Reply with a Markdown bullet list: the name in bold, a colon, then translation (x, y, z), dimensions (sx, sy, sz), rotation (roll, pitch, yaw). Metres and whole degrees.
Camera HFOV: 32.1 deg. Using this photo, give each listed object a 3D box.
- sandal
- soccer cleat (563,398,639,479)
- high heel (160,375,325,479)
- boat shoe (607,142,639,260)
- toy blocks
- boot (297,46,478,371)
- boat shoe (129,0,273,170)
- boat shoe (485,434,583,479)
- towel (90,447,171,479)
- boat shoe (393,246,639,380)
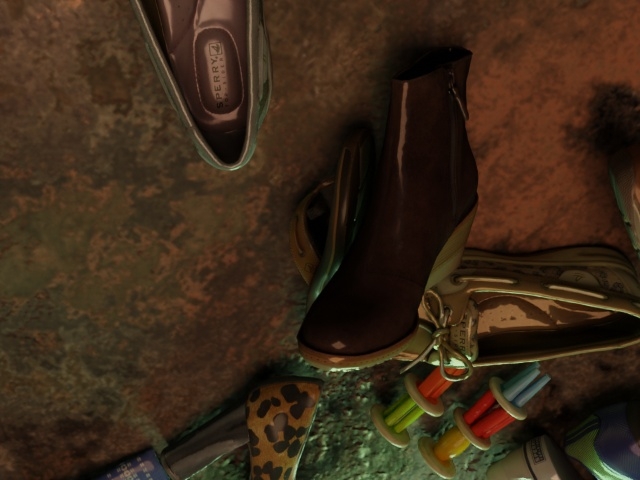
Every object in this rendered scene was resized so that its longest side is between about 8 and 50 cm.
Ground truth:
- **sandal**: translation (0.000, 0.000, 0.987), dimensions (0.060, 0.090, 0.219), rotation (19, 126, 7)
- **soccer cleat**: translation (0.365, 0.269, 1.187), dimensions (0.121, 0.093, 0.289), rotation (-26, 123, 30)
- **high heel**: translation (-0.010, 0.255, 1.112), dimensions (0.186, 0.093, 0.261), rotation (-34, 110, 20)
- **boat shoe**: translation (0.367, 0.023, 1.005), dimensions (0.116, 0.123, 0.324), rotation (-31, 122, 20)
- **toy blocks**: translation (0.141, 0.156, 1.100), dimensions (0.123, 0.054, 0.148), rotation (37, 110, -25)
- **boot**: translation (0.054, -0.031, 0.892), dimensions (0.090, 0.248, 0.207), rotation (14, 122, 28)
- **boat shoe**: translation (-0.097, -0.208, 0.826), dimensions (0.118, 0.103, 0.320), rotation (-9, 121, -2)
- **boat shoe**: translation (0.264, 0.314, 1.197), dimensions (0.084, 0.095, 0.258), rotation (-29, 111, 17)
- **towel**: translation (-0.273, 0.378, 1.167), dimensions (0.336, 0.040, 0.243), rotation (-27, 119, -4)
- **boat shoe**: translation (0.163, 0.067, 1.029), dimensions (0.285, 0.089, 0.104), rotation (-10, 122, -1)
